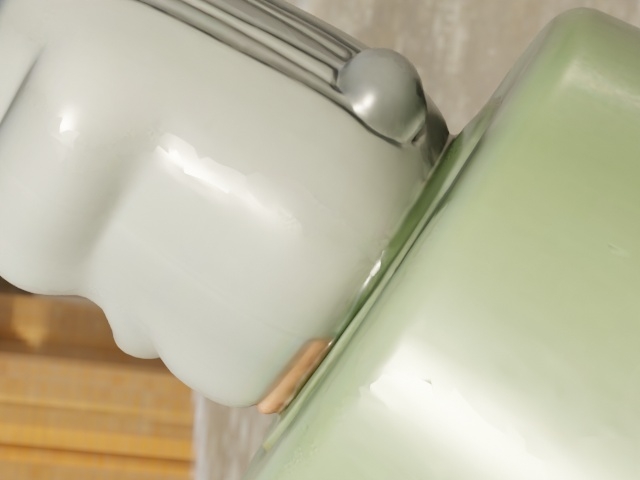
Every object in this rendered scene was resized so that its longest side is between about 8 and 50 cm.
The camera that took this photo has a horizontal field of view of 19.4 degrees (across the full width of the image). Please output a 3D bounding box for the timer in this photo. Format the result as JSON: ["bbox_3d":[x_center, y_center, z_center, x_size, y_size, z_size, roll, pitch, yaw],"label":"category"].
[{"bbox_3d":[0.000,0.000,0.720,0.291,0.315,0.291,-57,0,-1],"label":"timer"}]
